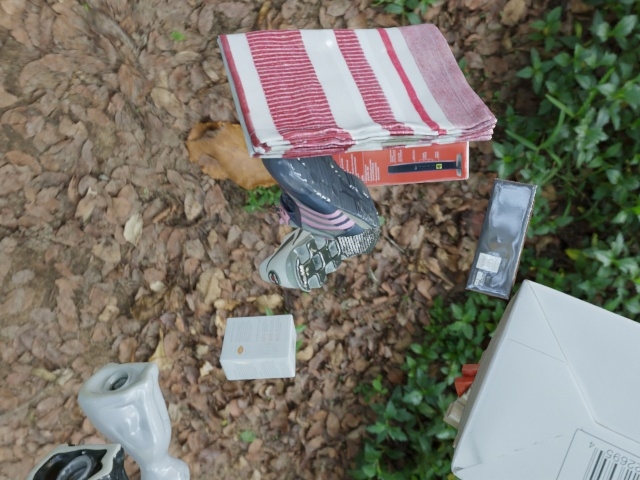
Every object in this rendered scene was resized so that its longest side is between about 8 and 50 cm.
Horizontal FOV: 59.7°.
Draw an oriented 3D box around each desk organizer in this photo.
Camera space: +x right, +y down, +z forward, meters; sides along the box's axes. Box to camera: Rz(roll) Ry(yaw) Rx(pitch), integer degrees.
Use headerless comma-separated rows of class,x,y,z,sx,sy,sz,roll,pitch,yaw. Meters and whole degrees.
desk organizer,0.208,0.002,0.635,0.050,0.047,0.130,32,73,-65

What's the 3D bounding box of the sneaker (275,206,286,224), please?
sneaker,-0.060,-0.090,1.313,0.119,0.057,0.047,-37,158,17

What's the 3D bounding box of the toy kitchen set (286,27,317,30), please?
toy kitchen set,-0.037,-0.438,1.262,0.075,0.083,0.068,1,116,-9

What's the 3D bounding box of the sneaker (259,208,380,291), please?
sneaker,0.000,0.000,1.180,0.330,0.146,0.123,-29,110,-46

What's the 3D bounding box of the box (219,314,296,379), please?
box,-0.151,0.266,1.391,0.170,0.130,0.091,-4,135,6

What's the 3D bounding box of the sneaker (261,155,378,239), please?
sneaker,-0.023,-0.063,0.838,0.131,0.112,0.319,-21,154,21

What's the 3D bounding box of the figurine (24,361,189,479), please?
figurine,-0.204,0.269,0.605,0.092,0.215,0.210,-12,113,4

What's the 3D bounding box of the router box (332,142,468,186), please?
router box,0.147,-0.203,1.250,0.301,0.335,0.082,-4,110,3

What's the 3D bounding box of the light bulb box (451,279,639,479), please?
light bulb box,0.370,0.232,0.689,0.357,0.361,0.225,23,86,19

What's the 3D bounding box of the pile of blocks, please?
pile of blocks,0.367,0.288,1.191,0.112,0.149,0.362,31,92,6

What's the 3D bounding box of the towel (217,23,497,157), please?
towel,0.046,-0.213,0.746,0.328,0.237,0.037,-8,145,-16
